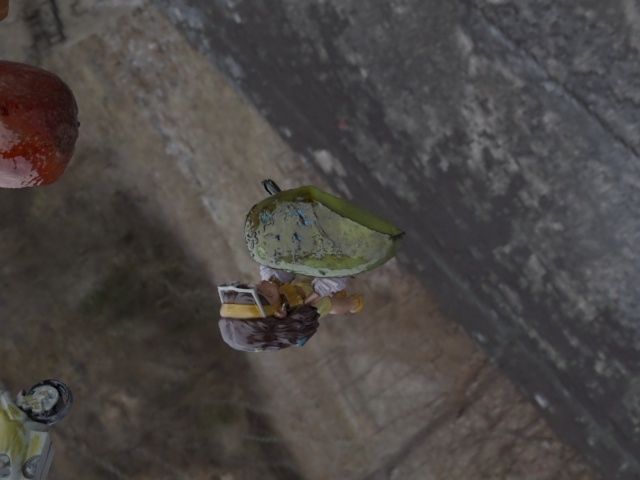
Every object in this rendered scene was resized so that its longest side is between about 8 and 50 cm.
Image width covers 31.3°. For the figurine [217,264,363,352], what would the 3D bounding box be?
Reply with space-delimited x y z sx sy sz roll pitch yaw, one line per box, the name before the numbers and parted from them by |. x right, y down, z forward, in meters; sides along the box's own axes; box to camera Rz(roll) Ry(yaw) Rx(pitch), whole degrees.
figurine | -0.042 0.092 1.648 0.174 0.240 0.116 7 109 46

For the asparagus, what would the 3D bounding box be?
asparagus | -0.018 -0.013 1.850 0.233 0.023 0.022 49 -178 -24

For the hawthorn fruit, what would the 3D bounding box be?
hawthorn fruit | -0.499 -0.180 1.750 0.205 0.253 0.205 -12 76 56

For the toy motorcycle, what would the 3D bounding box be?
toy motorcycle | -0.396 0.259 1.388 0.151 0.229 0.074 9 143 9

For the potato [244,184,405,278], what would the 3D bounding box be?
potato | 0.000 0.000 1.382 0.054 0.197 0.119 -68 -11 -64

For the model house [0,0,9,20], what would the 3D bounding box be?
model house | -0.507 -0.306 1.356 0.251 0.295 0.329 -3 114 55
